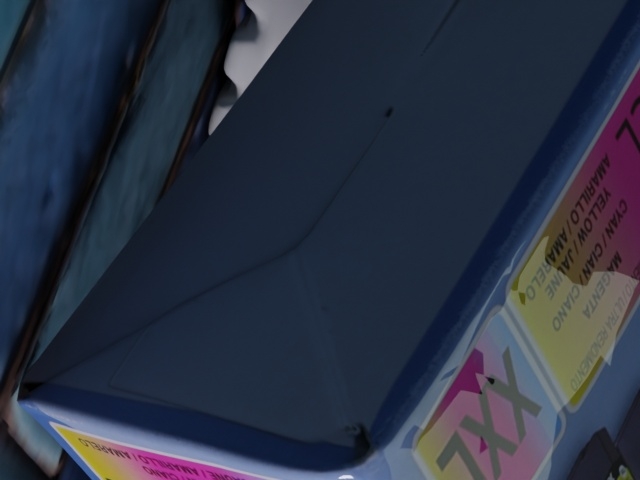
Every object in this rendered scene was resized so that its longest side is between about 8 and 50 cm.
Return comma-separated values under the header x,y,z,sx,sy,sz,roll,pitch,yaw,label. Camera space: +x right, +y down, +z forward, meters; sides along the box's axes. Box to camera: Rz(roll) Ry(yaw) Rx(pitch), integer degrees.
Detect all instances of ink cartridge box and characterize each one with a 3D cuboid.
x,y,z,sx,sy,sz,roll,pitch,yaw,label
0.105,0.088,0.603,0.270,0.151,0.395,-56,135,-27,ink cartridge box

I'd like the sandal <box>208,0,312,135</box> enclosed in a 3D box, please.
x,y,z,sx,sy,sz,roll,pitch,yaw,label
-0.004,0.011,0.727,0.416,0.102,0.169,102,8,-47,sandal
